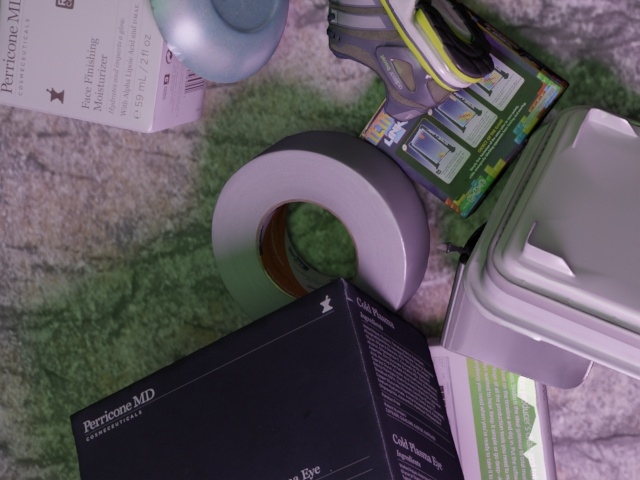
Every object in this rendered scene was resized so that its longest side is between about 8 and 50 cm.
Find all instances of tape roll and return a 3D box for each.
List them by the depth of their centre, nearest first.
[{"bbox_3d":[0.000,0.000,1.830,0.219,0.072,0.219,10,114,23],"label":"tape roll"}]

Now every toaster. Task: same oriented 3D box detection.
[{"bbox_3d":[0.209,0.054,1.749,0.185,0.168,0.110,18,110,12],"label":"toaster"}]

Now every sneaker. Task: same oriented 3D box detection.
[{"bbox_3d":[0.041,-0.247,1.752,0.121,0.111,0.300,-42,67,27],"label":"sneaker"}]

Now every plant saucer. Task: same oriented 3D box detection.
[{"bbox_3d":[-0.088,-0.255,1.767,0.037,0.195,0.195,0,102,43],"label":"plant saucer"}]

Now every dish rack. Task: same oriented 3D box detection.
[{"bbox_3d":[0.326,0.002,1.653,0.332,0.285,0.072,22,141,10],"label":"dish rack"}]

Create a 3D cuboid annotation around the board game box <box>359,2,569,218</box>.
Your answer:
[{"bbox_3d":[0.145,-0.131,1.797,0.141,0.048,0.170,39,109,8],"label":"board game box"}]

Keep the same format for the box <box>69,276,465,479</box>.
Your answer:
[{"bbox_3d":[-0.042,0.262,1.730,0.343,0.179,0.313,-27,56,20],"label":"box"}]

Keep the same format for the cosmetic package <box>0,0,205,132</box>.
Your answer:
[{"bbox_3d":[-0.222,-0.206,1.837,0.183,0.151,0.151,11,103,15],"label":"cosmetic package"}]

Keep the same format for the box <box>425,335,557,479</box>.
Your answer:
[{"bbox_3d":[0.086,0.220,1.882,0.322,0.058,0.232,-4,100,19],"label":"box"}]
